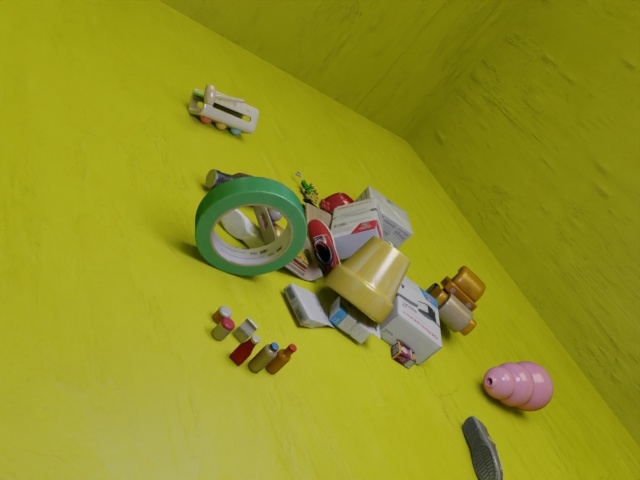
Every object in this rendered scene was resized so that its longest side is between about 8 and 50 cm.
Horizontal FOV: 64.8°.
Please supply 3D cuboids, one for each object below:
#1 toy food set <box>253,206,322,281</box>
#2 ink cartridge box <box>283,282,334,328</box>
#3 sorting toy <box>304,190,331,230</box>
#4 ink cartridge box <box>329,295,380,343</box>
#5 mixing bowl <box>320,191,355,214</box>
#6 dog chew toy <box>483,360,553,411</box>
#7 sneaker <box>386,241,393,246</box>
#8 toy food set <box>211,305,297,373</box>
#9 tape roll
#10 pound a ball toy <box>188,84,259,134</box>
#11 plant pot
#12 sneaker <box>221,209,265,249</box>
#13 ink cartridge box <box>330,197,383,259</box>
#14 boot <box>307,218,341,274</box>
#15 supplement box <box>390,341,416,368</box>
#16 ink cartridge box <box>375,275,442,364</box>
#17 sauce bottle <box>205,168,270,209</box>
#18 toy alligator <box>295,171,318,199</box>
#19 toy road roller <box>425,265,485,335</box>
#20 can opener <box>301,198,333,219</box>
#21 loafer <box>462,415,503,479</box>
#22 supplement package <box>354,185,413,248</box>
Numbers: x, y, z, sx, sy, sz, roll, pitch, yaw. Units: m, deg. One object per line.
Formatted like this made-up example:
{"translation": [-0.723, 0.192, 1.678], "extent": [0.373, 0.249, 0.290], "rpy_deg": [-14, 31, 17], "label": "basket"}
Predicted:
{"translation": [-0.107, -0.006, 1.753], "extent": [0.306, 0.092, 0.219], "rpy_deg": [40, 20, -48], "label": "toy food set"}
{"translation": [-0.037, 0.225, 1.657], "extent": [0.179, 0.045, 0.145], "rpy_deg": [37, 19, -56], "label": "ink cartridge box"}
{"translation": [-0.017, -0.077, 2.082], "extent": [0.132, 0.046, 0.274], "rpy_deg": [24, 46, -32], "label": "sorting toy"}
{"translation": [0.117, 0.281, 1.727], "extent": [0.180, 0.060, 0.104], "rpy_deg": [38, 18, -11], "label": "ink cartridge box"}
{"translation": [0.099, -0.155, 2.308], "extent": [0.181, 0.098, 0.181], "rpy_deg": [36, 21, -16], "label": "mixing bowl"}
{"translation": [0.808, 0.597, 2.093], "extent": [0.332, 0.206, 0.206], "rpy_deg": [16, 36, -31], "label": "dog chew toy"}
{"translation": [0.253, 0.073, 2.105], "extent": [0.158, 0.182, 0.410], "rpy_deg": [42, 26, -4], "label": "sneaker"}
{"translation": [-0.181, 0.251, 1.317], "extent": [0.232, 0.104, 0.111], "rpy_deg": [45, 26, 4], "label": "toy food set"}
{"translation": [-0.201, -0.034, 1.471], "extent": [0.321, 0.321, 0.077], "rpy_deg": [26, 30, -31], "label": "tape roll"}
{"translation": [-0.404, -0.537, 2.117], "extent": [0.208, 0.135, 0.319], "rpy_deg": [17, 4, 43], "label": "pound a ball toy"}
{"translation": [0.178, 0.124, 1.759], "extent": [0.254, 0.239, 0.254], "rpy_deg": [36, -3, 2], "label": "plant pot"}
{"translation": [-0.251, -0.041, 1.706], "extent": [0.212, 0.080, 0.094], "rpy_deg": [48, 20, -13], "label": "sneaker"}
{"translation": [0.153, -0.053, 2.087], "extent": [0.272, 0.197, 0.114], "rpy_deg": [-79, 152, -59], "label": "ink cartridge box"}
{"translation": [0.000, 0.000, 1.876], "extent": [0.244, 0.088, 0.176], "rpy_deg": [67, 6, 26], "label": "boot"}
{"translation": [0.298, 0.413, 1.816], "extent": [0.083, 0.043, 0.055], "rpy_deg": [34, 27, -18], "label": "supplement box"}
{"translation": [0.342, 0.294, 1.959], "extent": [0.223, 0.129, 0.307], "rpy_deg": [38, 27, -11], "label": "ink cartridge box"}
{"translation": [-0.261, -0.188, 1.859], "extent": [0.344, 0.111, 0.111], "rpy_deg": [15, 37, -44], "label": "sauce bottle"}
{"translation": [-0.061, -0.233, 2.283], "extent": [0.189, 0.056, 0.051], "rpy_deg": [57, -13, 29], "label": "toy alligator"}
{"translation": [0.610, 0.247, 2.224], "extent": [0.202, 0.240, 0.329], "rpy_deg": [43, 9, 0], "label": "toy road roller"}
{"translation": [-0.013, -0.117, 2.174], "extent": [0.186, 0.073, 0.059], "rpy_deg": [29, 72, -31], "label": "can opener"}
{"translation": [0.558, 0.705, 1.685], "extent": [0.087, 0.094, 0.251], "rpy_deg": [28, 30, -20], "label": "loafer"}
{"translation": [0.298, -0.106, 2.479], "extent": [0.262, 0.145, 0.204], "rpy_deg": [33, 28, -21], "label": "supplement package"}
